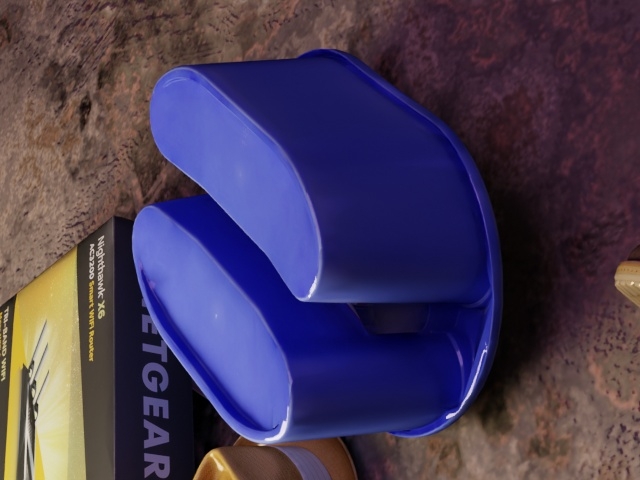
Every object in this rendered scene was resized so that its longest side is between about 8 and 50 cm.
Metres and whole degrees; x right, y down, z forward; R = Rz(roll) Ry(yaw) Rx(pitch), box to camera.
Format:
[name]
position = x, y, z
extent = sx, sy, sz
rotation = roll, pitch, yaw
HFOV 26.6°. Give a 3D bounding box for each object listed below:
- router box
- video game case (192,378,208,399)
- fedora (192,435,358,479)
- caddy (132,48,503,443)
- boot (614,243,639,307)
[router box]
position = -0.209, 0.167, 1.199
extent = 0.243, 0.081, 0.309
rotation = -33, 52, 44
[video game case]
position = -0.116, 0.061, 1.215
extent = 0.166, 0.015, 0.119
rotation = 25, 93, 51
[fedora]
position = -0.051, 0.217, 1.023
extent = 0.194, 0.079, 0.194
rotation = -23, 57, 41
[caddy]
position = 0.000, 0.000, 0.991
extent = 0.341, 0.179, 0.241
rotation = 45, 132, 48
[boot]
position = 0.297, -0.034, 0.761
extent = 0.248, 0.090, 0.207
rotation = 4, 62, 56
